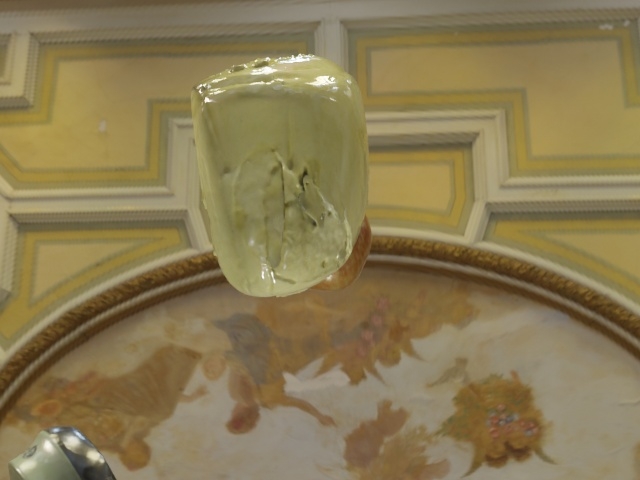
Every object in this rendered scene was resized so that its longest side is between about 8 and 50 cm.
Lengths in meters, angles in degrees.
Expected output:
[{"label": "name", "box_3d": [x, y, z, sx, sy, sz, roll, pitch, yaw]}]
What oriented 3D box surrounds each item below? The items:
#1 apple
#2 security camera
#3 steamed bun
[{"label": "apple", "box_3d": [0.000, 0.000, 1.146, 0.146, 0.131, 0.146, -10, -150, 6]}, {"label": "security camera", "box_3d": [-0.402, 0.383, 1.060, 0.277, 0.197, 0.191, -30, -81, -30]}, {"label": "steamed bun", "box_3d": [-0.030, -0.067, 0.827, 0.166, 0.273, 0.232, -11, -82, -1]}]
